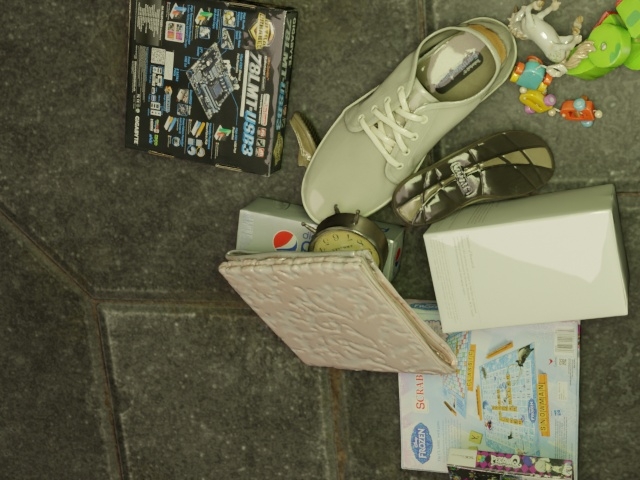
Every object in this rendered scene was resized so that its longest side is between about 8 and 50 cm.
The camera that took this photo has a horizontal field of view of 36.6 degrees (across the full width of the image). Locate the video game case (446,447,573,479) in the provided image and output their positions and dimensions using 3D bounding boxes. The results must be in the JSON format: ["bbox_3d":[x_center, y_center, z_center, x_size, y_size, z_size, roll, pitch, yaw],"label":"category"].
[{"bbox_3d":[0.340,0.443,1.705,0.210,0.041,0.232,2,143,18],"label":"video game case"}]

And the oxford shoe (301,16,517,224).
[{"bbox_3d":[0.128,-0.193,1.572,0.449,0.130,0.169,-42,85,17],"label":"oxford shoe"}]

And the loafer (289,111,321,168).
[{"bbox_3d":[-0.021,-0.155,1.702,0.050,0.056,0.148,-24,97,17],"label":"loafer"}]

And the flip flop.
[{"bbox_3d":[0.249,-0.102,1.598,0.277,0.080,0.112,-23,95,1],"label":"flip flop"}]

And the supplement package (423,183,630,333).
[{"bbox_3d":[0.340,0.030,1.571,0.293,0.177,0.175,-8,103,21],"label":"supplement package"}]

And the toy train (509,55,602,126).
[{"bbox_3d":[0.372,-0.242,1.525,0.125,0.166,0.046,4,65,37],"label":"toy train"}]

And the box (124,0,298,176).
[{"bbox_3d":[-0.199,-0.283,1.715,0.294,0.073,0.295,11,109,14],"label":"box"}]

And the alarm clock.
[{"bbox_3d":[0.055,0.031,1.617,0.129,0.064,0.192,-11,119,26],"label":"alarm clock"}]

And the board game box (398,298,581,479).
[{"bbox_3d":[0.298,0.267,1.718,0.318,0.066,0.318,2,107,18],"label":"board game box"}]

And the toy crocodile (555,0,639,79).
[{"bbox_3d":[0.487,-0.341,1.417,0.340,0.115,0.105,-43,62,47],"label":"toy crocodile"}]

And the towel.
[{"bbox_3d":[0.027,0.124,1.645,0.332,0.053,0.317,-2,139,42],"label":"towel"}]

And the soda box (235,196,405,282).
[{"bbox_3d":[0.000,0.000,1.719,0.287,0.098,0.091,12,110,15],"label":"soda box"}]

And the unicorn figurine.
[{"bbox_3d":[0.340,-0.323,1.471,0.161,0.060,0.111,61,156,16],"label":"unicorn figurine"}]
